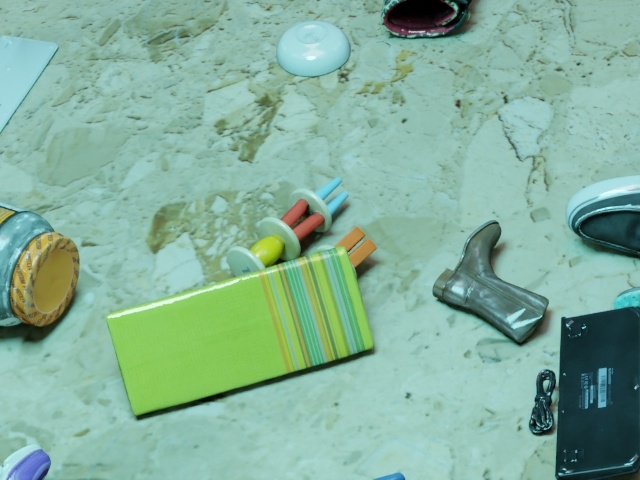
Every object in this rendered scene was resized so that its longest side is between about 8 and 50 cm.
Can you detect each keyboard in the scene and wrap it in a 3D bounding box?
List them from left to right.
[{"bbox_3d":[-0.374,-0.142,2.151,0.072,0.014,0.256,14,48,14],"label":"keyboard"},{"bbox_3d":[0.240,0.140,1.751,0.108,0.023,0.180,-11,46,22],"label":"keyboard"}]

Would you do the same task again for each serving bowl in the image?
[{"bbox_3d":[-0.009,-0.218,2.163,0.083,0.027,0.083,-4,45,4],"label":"serving bowl"}]

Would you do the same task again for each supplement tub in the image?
[{"bbox_3d":[-0.339,0.014,1.909,0.190,0.117,0.117,18,50,24],"label":"supplement tub"}]

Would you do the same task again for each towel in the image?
[{"bbox_3d":[-0.074,0.084,1.825,0.237,0.102,0.021,-16,1,-8],"label":"towel"}]

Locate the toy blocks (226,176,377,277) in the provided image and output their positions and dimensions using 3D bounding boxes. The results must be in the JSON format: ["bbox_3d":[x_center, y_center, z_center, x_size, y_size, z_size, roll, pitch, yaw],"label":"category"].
[{"bbox_3d":[0.000,0.000,1.920,0.123,0.054,0.148,26,53,31],"label":"toy blocks"}]

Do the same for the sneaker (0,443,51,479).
[{"bbox_3d":[-0.269,0.258,1.702,0.071,0.068,0.170,17,57,4],"label":"sneaker"}]

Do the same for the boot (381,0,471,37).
[{"bbox_3d":[0.177,-0.311,2.194,0.236,0.085,0.178,-6,46,11],"label":"boot"}]

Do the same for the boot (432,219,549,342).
[{"bbox_3d":[0.180,0.039,1.866,0.114,0.037,0.106,25,66,33],"label":"boot"}]

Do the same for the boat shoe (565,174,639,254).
[{"bbox_3d":[0.349,-0.005,1.866,0.229,0.080,0.076,6,44,4],"label":"boat shoe"}]

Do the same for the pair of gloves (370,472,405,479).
[{"bbox_3d":[0.025,0.263,1.647,0.159,0.023,0.198,-4,29,15],"label":"pair of gloves"}]

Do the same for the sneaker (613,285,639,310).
[{"bbox_3d":[0.357,0.061,1.815,0.167,0.065,0.076,2,24,11],"label":"sneaker"}]
